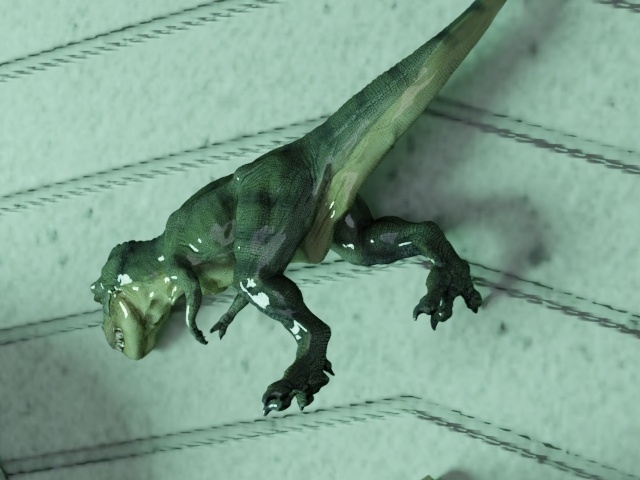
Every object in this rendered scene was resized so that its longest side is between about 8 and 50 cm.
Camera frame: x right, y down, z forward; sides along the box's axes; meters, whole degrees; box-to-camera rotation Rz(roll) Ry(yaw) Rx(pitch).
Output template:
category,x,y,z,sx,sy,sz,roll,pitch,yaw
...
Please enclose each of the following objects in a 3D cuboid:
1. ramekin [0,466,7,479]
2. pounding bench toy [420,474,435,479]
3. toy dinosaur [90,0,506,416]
category,x,y,z,sx,sy,sz,roll,pitch,yaw
ramekin,-0.261,0.168,0.992,0.207,0.109,0.207,1,92,30
pounding bench toy,0.022,0.142,0.851,0.052,0.065,0.083,31,106,26
toy dinosaur,0.000,0.000,0.865,0.268,0.064,0.118,-36,68,23
